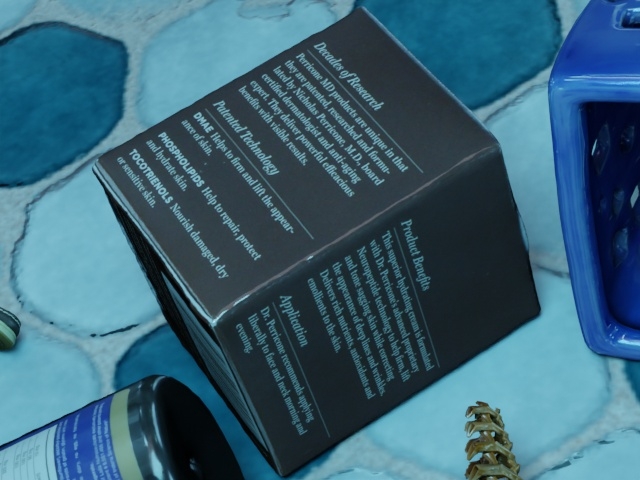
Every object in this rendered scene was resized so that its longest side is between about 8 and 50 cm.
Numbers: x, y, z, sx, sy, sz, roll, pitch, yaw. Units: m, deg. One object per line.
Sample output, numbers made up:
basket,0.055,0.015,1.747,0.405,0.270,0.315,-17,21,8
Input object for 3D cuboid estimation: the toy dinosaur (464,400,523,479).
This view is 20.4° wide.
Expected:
toy dinosaur,0.049,0.240,0.935,0.218,0.164,0.322,12,35,8

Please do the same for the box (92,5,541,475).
box,0.000,0.000,1.105,0.203,0.168,0.167,-31,48,-11

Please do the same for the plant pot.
plant pot,0.277,-0.070,1.047,0.236,0.236,0.212,5,47,21

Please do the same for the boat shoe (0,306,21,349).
boat shoe,-0.263,0.032,1.233,0.152,0.056,0.049,20,64,30

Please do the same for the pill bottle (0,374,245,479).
pill bottle,-0.159,0.173,1.027,0.219,0.123,0.123,-26,47,12
